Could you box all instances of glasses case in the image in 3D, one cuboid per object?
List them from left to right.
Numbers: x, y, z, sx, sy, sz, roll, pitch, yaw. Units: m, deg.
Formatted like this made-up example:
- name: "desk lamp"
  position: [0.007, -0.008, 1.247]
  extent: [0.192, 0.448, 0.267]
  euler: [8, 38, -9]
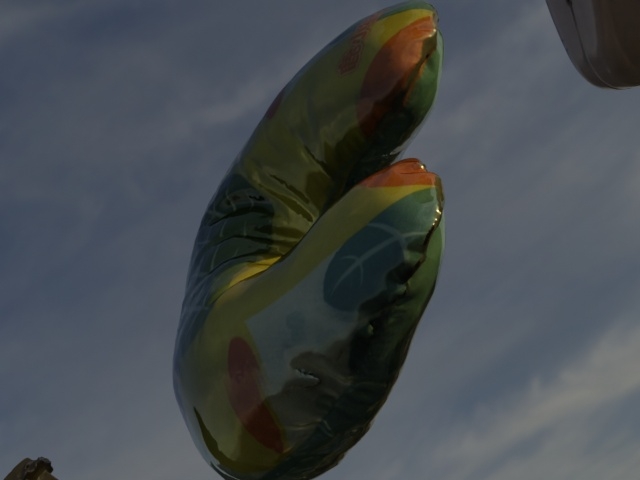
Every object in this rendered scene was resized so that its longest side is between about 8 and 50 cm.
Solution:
- name: "glasses case"
  position: [0.198, -0.256, 0.916]
  extent: [0.113, 0.296, 0.075]
  euler: [-27, 14, -34]

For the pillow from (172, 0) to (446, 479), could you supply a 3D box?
- name: "pillow"
  position: [0.000, 0.000, 0.580]
  extent: [0.086, 0.233, 0.214]
  euler: [26, -49, -16]

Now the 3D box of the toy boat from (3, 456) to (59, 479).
- name: "toy boat"
  position: [-0.080, 0.176, 0.626]
  extent: [0.072, 0.206, 0.064]
  euler: [-46, -25, -32]
